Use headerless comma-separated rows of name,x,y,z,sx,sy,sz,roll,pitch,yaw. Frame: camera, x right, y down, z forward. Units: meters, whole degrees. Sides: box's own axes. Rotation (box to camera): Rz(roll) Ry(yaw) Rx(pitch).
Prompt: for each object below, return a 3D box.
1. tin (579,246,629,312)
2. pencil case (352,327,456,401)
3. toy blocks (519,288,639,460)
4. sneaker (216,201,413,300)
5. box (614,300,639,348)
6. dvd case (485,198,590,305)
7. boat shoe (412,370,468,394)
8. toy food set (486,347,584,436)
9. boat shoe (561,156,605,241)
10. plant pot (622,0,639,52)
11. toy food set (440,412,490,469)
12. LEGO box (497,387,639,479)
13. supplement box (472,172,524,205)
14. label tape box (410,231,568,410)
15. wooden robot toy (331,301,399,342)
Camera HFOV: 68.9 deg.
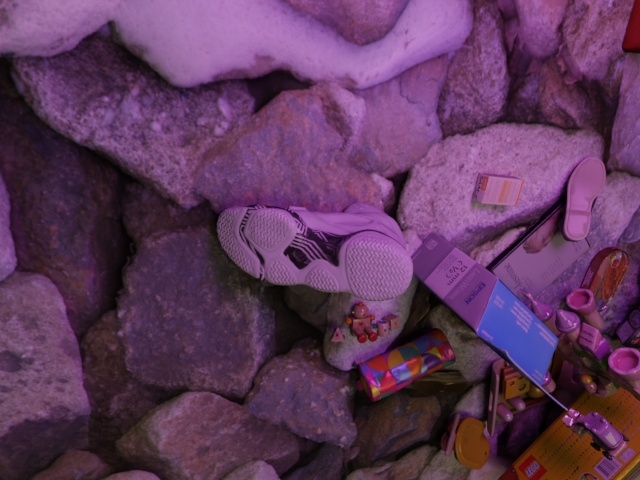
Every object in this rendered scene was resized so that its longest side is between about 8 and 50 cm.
tin,0.760,0.108,1.260,0.106,0.040,0.190,6,109,-26
pencil case,0.197,0.292,1.102,0.236,0.104,0.105,-21,117,-8
toy blocks,0.614,0.257,1.087,0.309,0.288,0.260,-47,115,-4
sneaker,0.000,0.000,0.892,0.365,0.210,0.138,14,109,12
box,0.995,0.201,1.290,0.216,0.060,0.270,8,130,-4
dvd case,0.545,0.042,1.163,0.253,0.022,0.180,-43,119,1
boat shoe,0.303,0.359,1.201,0.152,0.048,0.056,2,123,-13
toy food set,0.604,0.413,1.297,0.305,0.092,0.220,-13,115,-15
boat shoe,0.612,-0.095,1.103,0.075,0.065,0.206,16,84,16
plant pot,0.830,-0.504,0.917,0.266,0.236,0.268,-3,112,-19
toy food set,0.389,0.552,1.297,0.217,0.071,0.128,35,64,-34
LEGO box,0.790,0.592,1.325,0.500,0.193,0.372,-48,137,4
supplement box,0.394,-0.113,1.035,0.098,0.036,0.062,3,111,-21
label tape box,0.354,0.149,0.953,0.249,0.348,0.115,39,95,-28
wooden robot toy,0.101,0.175,1.035,0.173,0.076,0.079,-6,102,-18
